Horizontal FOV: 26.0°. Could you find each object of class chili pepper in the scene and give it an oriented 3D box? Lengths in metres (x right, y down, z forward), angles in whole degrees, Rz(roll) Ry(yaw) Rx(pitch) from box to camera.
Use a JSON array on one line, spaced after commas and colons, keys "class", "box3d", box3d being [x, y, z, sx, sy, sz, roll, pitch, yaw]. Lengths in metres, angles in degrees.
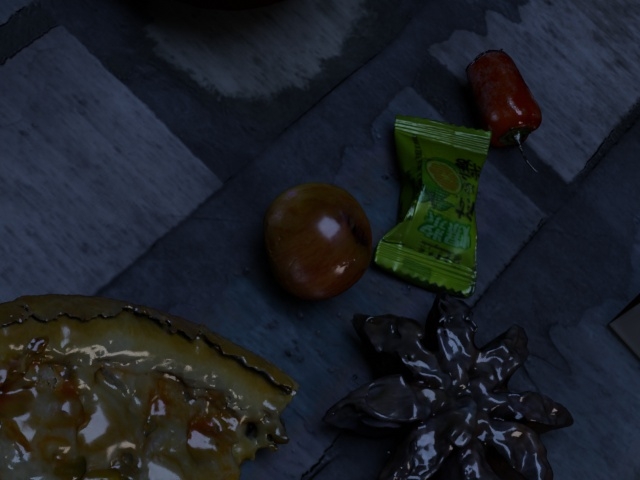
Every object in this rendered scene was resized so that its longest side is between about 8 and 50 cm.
[{"class": "chili pepper", "box3d": [0.261, -0.172, 1.913, 0.086, 0.084, 0.192, -16, 65, -12]}]

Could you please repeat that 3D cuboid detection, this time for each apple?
[{"class": "apple", "box3d": [0.000, 0.000, 1.669, 0.146, 0.146, 0.146, 10, 60, -18]}]

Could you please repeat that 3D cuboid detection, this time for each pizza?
[{"class": "pizza", "box3d": [-0.243, 0.198, 1.433, 0.392, 0.080, 0.435, 47, 52, -18]}]

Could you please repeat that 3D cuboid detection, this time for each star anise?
[{"class": "star anise", "box3d": [0.162, 0.203, 1.648, 0.331, 0.117, 0.332, 7, 66, -16]}]

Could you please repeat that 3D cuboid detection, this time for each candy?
[{"class": "candy", "box3d": [0.150, -0.057, 1.812, 0.149, 0.069, 0.246, 17, 59, -17]}]

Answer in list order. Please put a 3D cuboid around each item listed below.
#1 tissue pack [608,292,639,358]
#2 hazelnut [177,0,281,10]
[{"class": "tissue pack", "box3d": [0.533, 0.072, 1.852, 0.246, 0.159, 0.136, -36, 83, -34]}, {"class": "hazelnut", "box3d": [-0.131, -0.483, 1.757, 0.429, 0.402, 0.402, 31, 56, 0]}]
